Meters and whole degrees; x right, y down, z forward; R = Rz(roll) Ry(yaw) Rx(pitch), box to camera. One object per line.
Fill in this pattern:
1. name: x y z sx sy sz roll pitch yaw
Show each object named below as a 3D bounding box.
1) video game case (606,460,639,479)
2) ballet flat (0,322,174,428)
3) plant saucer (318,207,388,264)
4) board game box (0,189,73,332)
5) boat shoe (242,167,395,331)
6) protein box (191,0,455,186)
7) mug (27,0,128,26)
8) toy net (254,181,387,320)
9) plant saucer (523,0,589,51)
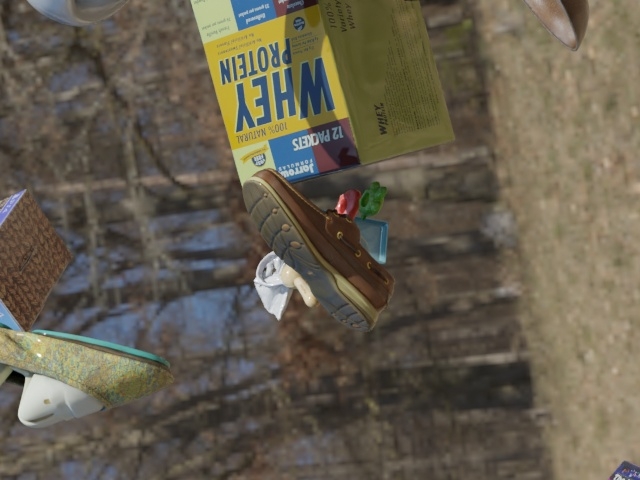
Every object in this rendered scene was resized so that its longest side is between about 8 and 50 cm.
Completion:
1. video game case: 0.283 0.305 1.132 0.210 0.232 0.042 -46 -59 -18
2. ballet flat: -0.339 0.145 1.480 0.123 0.349 0.123 15 -90 -87
3. plant saucer: 0.011 -0.011 1.993 0.192 0.018 0.067 11 -104 -23
4. board game box: -0.576 0.079 2.123 0.141 0.291 0.232 59 -158 -23
5. boat shoe: 0.000 0.000 1.166 0.060 0.064 0.178 -50 -65 -22
6. protein box: 0.007 -0.165 1.307 0.201 0.136 0.199 -20 -85 -58
7. mug: -0.113 -0.326 0.979 0.374 0.276 0.328 -62 -2 23
8. toy net: -0.014 0.012 1.398 0.045 0.232 0.122 19 -113 -27
9. plant saucer: 0.282 -0.400 1.858 0.310 0.050 0.310 55 -176 -6
